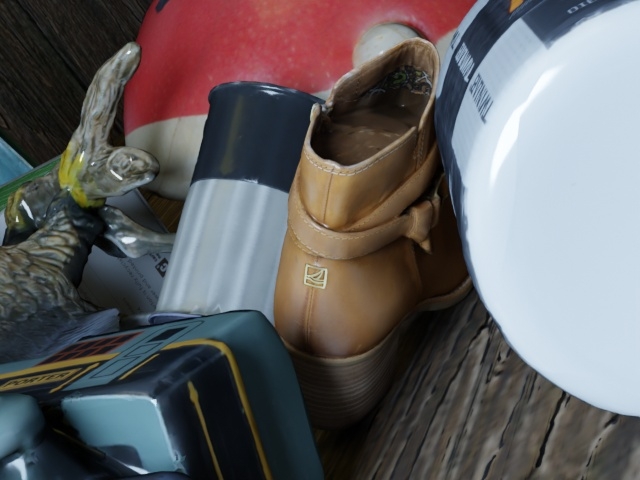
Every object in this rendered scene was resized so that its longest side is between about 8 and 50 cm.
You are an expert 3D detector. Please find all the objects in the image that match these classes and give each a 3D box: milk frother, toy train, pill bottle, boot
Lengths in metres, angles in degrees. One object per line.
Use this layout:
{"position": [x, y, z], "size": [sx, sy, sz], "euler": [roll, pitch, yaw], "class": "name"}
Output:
{"position": [0.000, 0.000, 0.851], "size": [0.143, 0.129, 0.134], "euler": [4, 73, 31], "class": "milk frother"}
{"position": [-0.157, 0.114, 0.598], "size": [0.334, 0.142, 0.190], "euler": [-13, 8, 31], "class": "toy train"}
{"position": [0.107, -0.037, 0.559], "size": [0.130, 0.130, 0.245], "euler": [-35, 11, 9], "class": "pill bottle"}
{"position": [0.035, -0.029, 0.698], "size": [0.073, 0.152, 0.197], "euler": [13, 42, 12], "class": "boot"}

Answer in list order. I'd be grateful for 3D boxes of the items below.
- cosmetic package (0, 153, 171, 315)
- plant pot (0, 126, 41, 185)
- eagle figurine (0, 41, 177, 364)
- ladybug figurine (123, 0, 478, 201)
{"position": [-0.270, 0.108, 1.068], "size": [0.197, 0.155, 0.365], "euler": [-17, 21, 52], "class": "cosmetic package"}
{"position": [-0.390, 0.028, 1.386], "size": [0.334, 0.341, 0.341], "euler": [-46, 12, -4], "class": "plant pot"}
{"position": [-0.212, 0.051, 0.869], "size": [0.225, 0.226, 0.298], "euler": [10, 42, 24], "class": "eagle figurine"}
{"position": [-0.003, -0.139, 1.096], "size": [0.305, 0.162, 0.449], "euler": [-23, 8, -12], "class": "ladybug figurine"}
